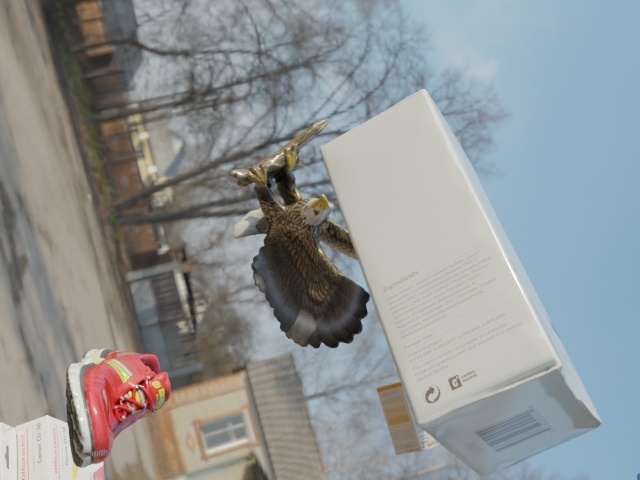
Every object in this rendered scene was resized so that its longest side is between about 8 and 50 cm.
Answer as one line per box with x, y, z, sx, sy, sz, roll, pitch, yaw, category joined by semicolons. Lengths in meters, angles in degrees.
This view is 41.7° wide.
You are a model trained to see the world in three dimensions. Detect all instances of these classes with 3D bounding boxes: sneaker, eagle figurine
-0.247;0.190;1.043;0.279;0.118;0.108;-120;-150;-77;sneaker
0.000;-0.001;1.206;0.298;0.226;0.225;53;11;5;eagle figurine

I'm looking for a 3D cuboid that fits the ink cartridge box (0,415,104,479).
-0.431;0.359;1.360;0.198;0.067;0.115;50;22;-58;ink cartridge box

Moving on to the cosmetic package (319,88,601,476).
0.150;0.044;0.957;0.217;0.156;0.385;45;23;-52;cosmetic package

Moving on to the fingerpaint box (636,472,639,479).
0.562;0.286;0.894;0.163;0.444;0.371;51;25;4;fingerpaint box

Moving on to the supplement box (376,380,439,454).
0.122;0.246;1.175;0.062;0.036;0.099;-29;-105;54;supplement box
